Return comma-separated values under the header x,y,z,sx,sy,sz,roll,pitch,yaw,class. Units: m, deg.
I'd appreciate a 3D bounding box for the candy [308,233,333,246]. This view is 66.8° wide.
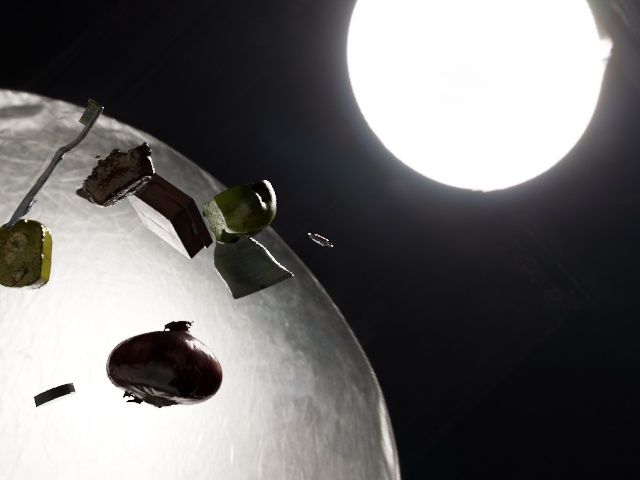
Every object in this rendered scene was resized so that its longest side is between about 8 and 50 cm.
x,y,z,sx,sy,sz,roll,pitch,yaw,class
0.000,0.000,1.447,0.083,0.020,0.030,27,-7,11,candy

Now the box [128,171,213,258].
x,y,z,sx,sy,sz,roll,pitch,yaw,class
-0.420,-0.073,1.336,0.215,0.086,0.215,33,-24,21,box

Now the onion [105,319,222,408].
x,y,z,sx,sy,sz,roll,pitch,yaw,class
-0.466,0.368,1.498,0.347,0.347,0.286,48,40,-45,onion

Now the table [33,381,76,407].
x,y,z,sx,sy,sz,roll,pitch,yaw,class
-0.951,0.554,1.741,0.133,0.133,0.043,49,17,-78,table

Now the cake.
x,y,z,sx,sy,sz,roll,pitch,yaw,class
-1.109,0.052,1.804,0.156,0.179,0.261,138,-50,-70,cake

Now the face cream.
x,y,z,sx,sy,sz,roll,pitch,yaw,class
-0.298,0.086,1.908,0.420,0.234,0.137,39,-38,53,face cream

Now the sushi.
x,y,z,sx,sy,sz,roll,pitch,yaw,class
-0.267,-0.086,0.632,0.060,0.118,0.061,57,-5,-1,sushi

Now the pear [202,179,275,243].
x,y,z,sx,sy,sz,roll,pitch,yaw,class
-0.225,-0.099,1.567,0.255,0.238,0.164,-18,-88,61,pear

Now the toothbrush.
x,y,z,sx,sy,sz,roll,pitch,yaw,class
-0.673,-0.183,1.220,0.042,0.413,0.035,37,10,-18,toothbrush
